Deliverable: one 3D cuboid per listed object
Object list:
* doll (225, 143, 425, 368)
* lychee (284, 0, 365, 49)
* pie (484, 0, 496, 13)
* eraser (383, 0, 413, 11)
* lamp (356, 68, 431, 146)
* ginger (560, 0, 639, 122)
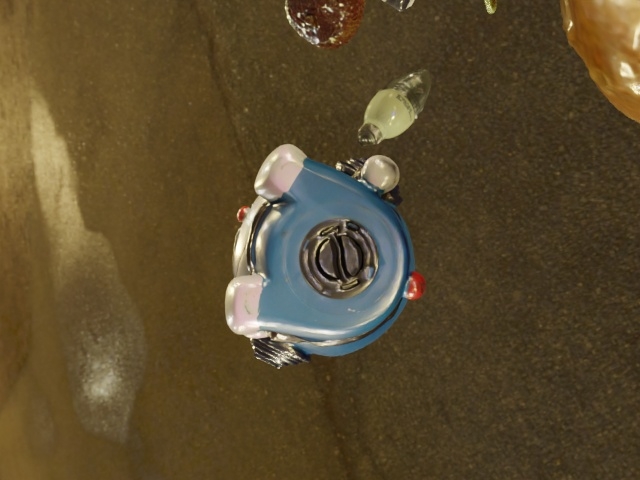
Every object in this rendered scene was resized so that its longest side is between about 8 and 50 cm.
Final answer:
[{"bbox_3d":[0.003,0.024,0.751,0.284,0.240,0.310,-61,4,-6],"label":"doll"},{"bbox_3d":[0.014,-0.549,1.460,0.194,0.194,0.195,13,107,51],"label":"lychee"},{"bbox_3d":[0.378,-0.552,1.415,0.021,0.084,0.084,-16,83,30],"label":"pie"},{"bbox_3d":[0.288,-0.814,1.667,0.096,0.098,0.404,38,133,6],"label":"eraser"},{"bbox_3d":[0.160,-0.283,1.326,0.101,0.250,0.101,29,150,19],"label":"lamp"},{"bbox_3d":[0.226,-0.182,0.345,0.165,0.172,0.321,42,159,28],"label":"ginger"}]
